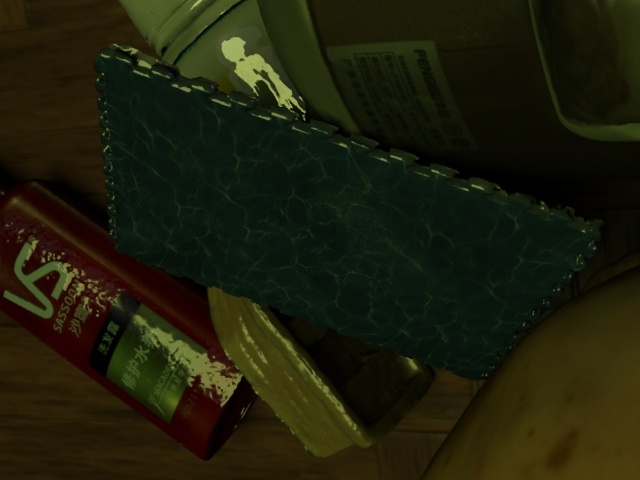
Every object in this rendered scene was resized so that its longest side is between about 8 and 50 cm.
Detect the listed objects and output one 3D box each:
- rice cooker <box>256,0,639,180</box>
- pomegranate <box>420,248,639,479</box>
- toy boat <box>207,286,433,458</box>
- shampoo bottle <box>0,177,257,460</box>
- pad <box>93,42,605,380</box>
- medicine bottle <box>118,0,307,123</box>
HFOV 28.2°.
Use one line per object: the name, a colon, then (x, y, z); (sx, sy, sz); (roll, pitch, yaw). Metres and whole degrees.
rice cooker: (0.156, -0.184, 0.624); (0.325, 0.335, 0.335); (2, 107, 29)
pomegranate: (0.236, 0.167, 0.672); (0.411, 0.411, 0.411); (8, 109, 23)
toy boat: (-0.013, 0.061, 0.909); (0.061, 0.116, 0.188); (-37, 90, 37)
shampoo bottle: (-0.182, 0.041, 1.005); (0.314, 0.076, 0.118); (34, 120, 12)
pad: (0.000, 0.000, 0.726); (0.269, 0.012, 0.270); (19, 156, 2)
medicine bottle: (-0.019, -0.101, 0.844); (0.143, 0.143, 0.258); (-35, 89, 30)
